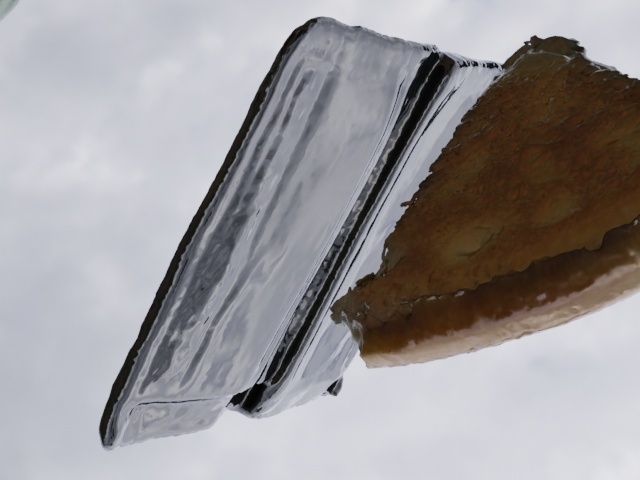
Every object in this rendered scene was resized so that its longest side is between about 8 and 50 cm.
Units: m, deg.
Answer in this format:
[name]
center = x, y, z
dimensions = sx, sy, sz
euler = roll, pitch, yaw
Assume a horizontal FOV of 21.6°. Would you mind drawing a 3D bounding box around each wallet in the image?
[wallet]
center = 0.000, 0.000, 0.919
dimensions = 0.041, 0.323, 0.247
euler = 34, -76, 20

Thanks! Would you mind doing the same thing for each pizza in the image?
[pizza]
center = 0.094, -0.025, 0.648
dimensions = 0.185, 0.052, 0.195
euler = -21, -153, 17

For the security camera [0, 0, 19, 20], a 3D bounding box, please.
[security camera]
center = -0.212, -0.216, 0.694
dimensions = 0.080, 0.301, 0.157
euler = -39, 173, -43
